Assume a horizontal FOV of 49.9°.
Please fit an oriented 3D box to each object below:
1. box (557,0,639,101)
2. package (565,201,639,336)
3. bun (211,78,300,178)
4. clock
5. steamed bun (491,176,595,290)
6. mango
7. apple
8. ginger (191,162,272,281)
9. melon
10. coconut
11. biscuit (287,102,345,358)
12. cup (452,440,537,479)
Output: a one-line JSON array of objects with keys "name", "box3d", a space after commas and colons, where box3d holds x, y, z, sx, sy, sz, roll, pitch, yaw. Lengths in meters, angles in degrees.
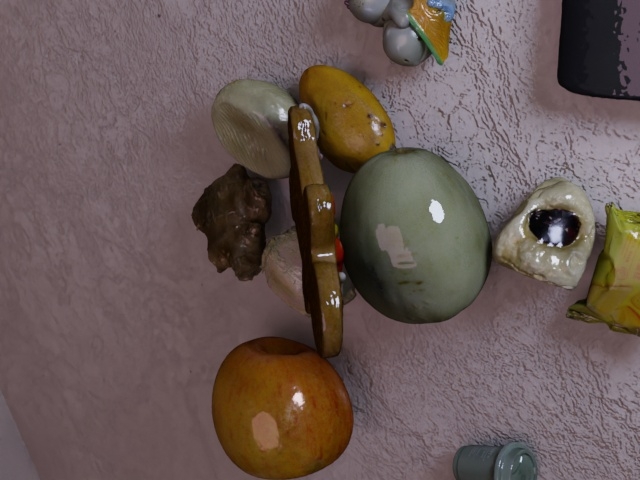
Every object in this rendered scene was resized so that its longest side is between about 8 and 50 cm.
[{"name": "box", "box3d": [0.471, -0.326, 0.907, 0.290, 0.073, 0.288, 11, 115, 32]}, {"name": "package", "box3d": [0.487, 0.060, 1.054, 0.168, 0.090, 0.226, 21, 118, 25]}, {"name": "bun", "box3d": [-0.101, -0.226, 1.336, 0.222, 0.127, 0.222, 26, 147, 19]}, {"name": "clock", "box3d": [0.129, -0.375, 1.111, 0.231, 0.103, 0.144, 53, 131, 7]}, {"name": "steamed bun", "box3d": [0.359, -0.021, 1.079, 0.141, 0.172, 0.155, 21, 104, 15]}, {"name": "mango", "box3d": [0.039, -0.217, 1.239, 0.227, 0.109, 0.147, 49, 134, 10]}, {"name": "apple", "box3d": [-0.081, 0.346, 1.465, 0.299, 0.299, 0.274, -5, 93, 37]}, {"name": "ginger", "box3d": [-0.166, -0.024, 1.425, 0.218, 0.123, 0.270, -54, 52, 26]}, {"name": "melon", "box3d": [0.156, -0.002, 1.159, 0.272, 0.272, 0.307, -31, 88, 40]}, {"name": "coconut", "box3d": [-0.007, 0.058, 1.355, 0.195, 0.194, 0.194, 15, 118, 30]}, {"name": "biscuit", "box3d": [0.001, 0.000, 1.131, 0.064, 0.431, 0.283, -5, 138, -7]}, {"name": "cup", "box3d": [0.331, 0.442, 1.325, 0.141, 0.120, 0.120, -6, 106, 46]}]
